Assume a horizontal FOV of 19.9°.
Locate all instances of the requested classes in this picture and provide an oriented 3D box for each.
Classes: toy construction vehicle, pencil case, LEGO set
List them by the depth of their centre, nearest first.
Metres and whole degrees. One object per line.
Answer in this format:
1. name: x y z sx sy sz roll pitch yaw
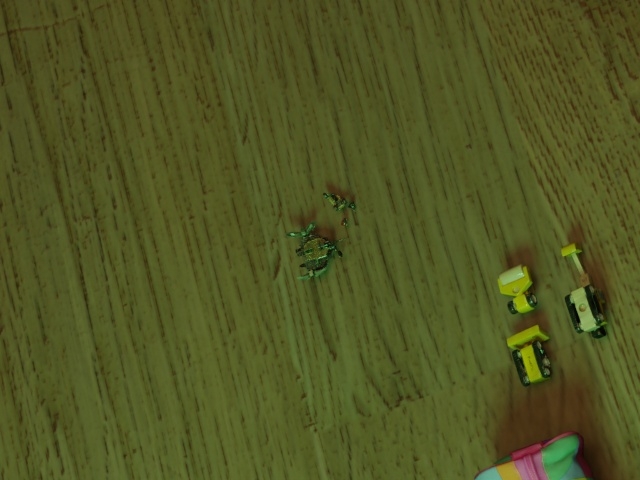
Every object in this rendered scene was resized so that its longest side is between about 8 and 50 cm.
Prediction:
1. pencil case: 0.200 0.264 1.385 0.104 0.104 0.236 -30 66 14
2. toy construction vehicle: 0.190 0.060 1.479 0.086 0.035 0.098 -29 64 27
3. LEGO set: 0.003 0.000 1.582 0.054 0.023 0.083 40 82 24
